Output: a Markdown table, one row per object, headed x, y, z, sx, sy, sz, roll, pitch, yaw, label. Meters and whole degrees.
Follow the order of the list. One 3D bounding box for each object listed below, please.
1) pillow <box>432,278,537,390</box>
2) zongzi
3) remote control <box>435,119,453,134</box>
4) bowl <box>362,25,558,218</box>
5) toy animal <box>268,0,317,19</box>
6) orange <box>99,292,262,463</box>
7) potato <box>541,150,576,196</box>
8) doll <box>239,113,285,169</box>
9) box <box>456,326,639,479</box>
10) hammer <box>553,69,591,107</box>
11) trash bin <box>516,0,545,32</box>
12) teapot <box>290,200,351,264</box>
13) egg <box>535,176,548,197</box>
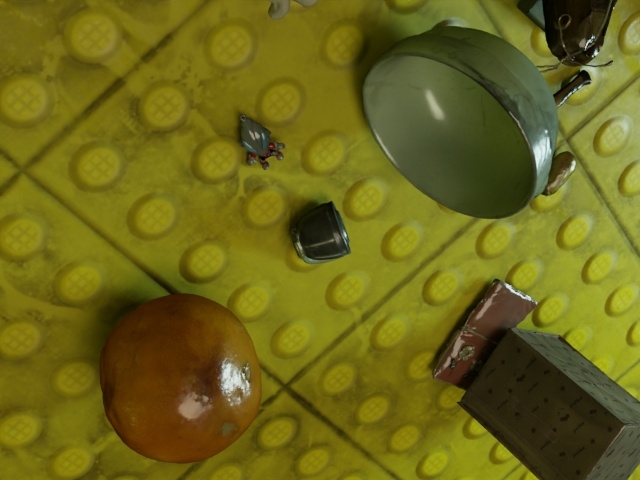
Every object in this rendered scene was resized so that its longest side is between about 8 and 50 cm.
| x | y | z | sx | sy | sz | roll | pitch | yaw | label |
| --- | --- | --- | --- | --- | --- | --- | --- | --- | --- |
| 0.311 | 0.183 | 2.052 | 0.126 | 0.043 | 0.232 | 22 | 108 | -36 | pillow |
| 0.430 | -0.356 | 1.644 | 0.241 | 0.247 | 0.111 | 10 | 161 | -38 | zongzi |
| 0.248 | -0.208 | 1.763 | 0.162 | 0.029 | 0.061 | -42 | 133 | -3 | remote control |
| 0.224 | -0.193 | 1.607 | 0.163 | 0.307 | 0.307 | -47 | 137 | -30 | bowl |
| 0.002 | -0.373 | 1.466 | 0.221 | 0.103 | 0.130 | -7 | 123 | -24 | toy animal |
| -0.212 | 0.210 | 1.645 | 0.261 | 0.261 | 0.261 | -14 | 127 | -20 | orange |
| 0.418 | -0.117 | 1.907 | 0.045 | 0.046 | 0.092 | 35 | 93 | 3 | potato |
| -0.096 | -0.148 | 1.611 | 0.057 | 0.039 | 0.114 | -3 | 147 | 25 | doll |
| 0.459 | 0.327 | 2.030 | 0.225 | 0.297 | 0.190 | 12 | 115 | -52 | box |
| 0.376 | -0.223 | 1.808 | 0.201 | 0.078 | 0.021 | -40 | 164 | -12 | hammer |
| 0.364 | -0.367 | 1.710 | 0.092 | 0.043 | 0.061 | 28 | 105 | -35 | trash bin |
| 0.001 | 0.004 | 1.735 | 0.091 | 0.092 | 0.124 | -19 | 124 | 5 | teapot |
| 0.344 | -0.117 | 1.839 | 0.085 | 0.085 | 0.110 | -38 | 126 | 0 | egg |
